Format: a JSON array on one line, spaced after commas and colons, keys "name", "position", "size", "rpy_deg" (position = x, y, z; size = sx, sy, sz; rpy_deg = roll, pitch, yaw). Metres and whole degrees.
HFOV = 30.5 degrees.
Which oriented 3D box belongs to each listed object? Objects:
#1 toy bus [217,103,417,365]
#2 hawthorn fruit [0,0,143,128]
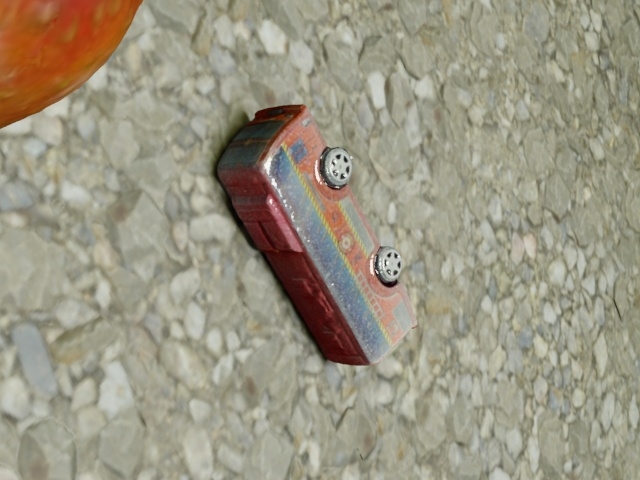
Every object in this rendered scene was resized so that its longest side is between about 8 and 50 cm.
[{"name": "toy bus", "position": [0.000, 0.000, 0.830], "size": [0.077, 0.065, 0.192], "rpy_deg": [-48, 120, -34]}, {"name": "hawthorn fruit", "position": [-0.187, -0.160, 0.512], "size": [0.235, 0.263, 0.231], "rpy_deg": [-30, 86, -21]}]
